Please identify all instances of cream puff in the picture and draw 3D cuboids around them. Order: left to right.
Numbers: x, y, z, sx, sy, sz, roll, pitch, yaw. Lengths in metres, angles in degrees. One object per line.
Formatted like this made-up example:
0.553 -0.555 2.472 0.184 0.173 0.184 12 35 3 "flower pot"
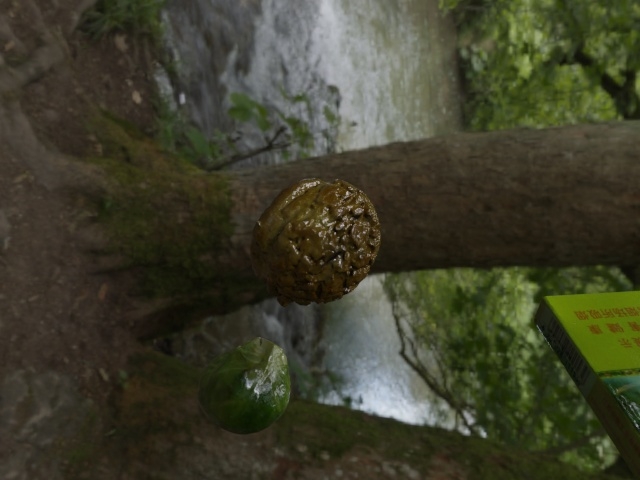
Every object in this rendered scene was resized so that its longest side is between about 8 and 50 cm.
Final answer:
0.003 0.004 0.683 0.144 0.103 0.126 -33 137 -31 "cream puff"

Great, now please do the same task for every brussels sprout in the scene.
-0.133 0.270 1.235 0.180 0.161 0.143 -46 129 -21 "brussels sprout"

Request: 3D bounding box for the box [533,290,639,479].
0.371 0.175 0.661 0.335 0.187 0.047 -108 -159 -51 "box"
